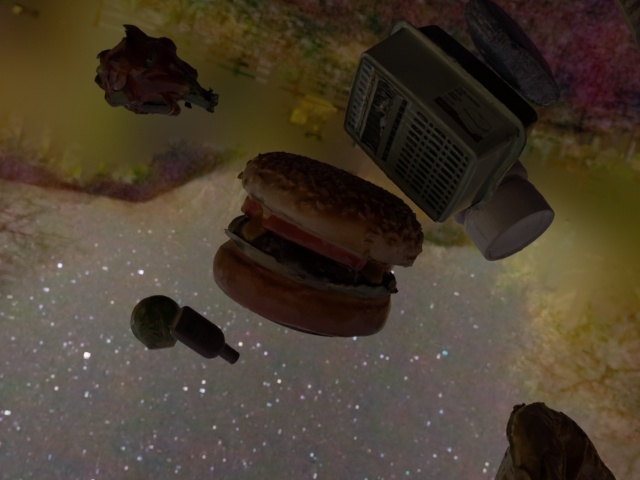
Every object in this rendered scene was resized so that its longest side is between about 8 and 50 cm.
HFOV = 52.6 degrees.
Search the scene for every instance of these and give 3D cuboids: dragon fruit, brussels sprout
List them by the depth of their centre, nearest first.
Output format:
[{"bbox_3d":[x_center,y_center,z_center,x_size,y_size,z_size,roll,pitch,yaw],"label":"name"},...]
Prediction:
[{"bbox_3d":[-0.266,-0.263,1.056,0.235,0.135,0.137,28,-165,31],"label":"dragon fruit"},{"bbox_3d":[-0.449,0.225,1.775,0.155,0.155,0.117,18,175,5],"label":"brussels sprout"}]

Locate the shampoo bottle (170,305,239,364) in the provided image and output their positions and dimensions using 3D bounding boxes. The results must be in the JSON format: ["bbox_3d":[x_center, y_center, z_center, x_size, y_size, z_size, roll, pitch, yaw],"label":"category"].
[{"bbox_3d":[-0.245,0.212,1.394,0.165,0.040,0.080,41,-140,-25],"label":"shampoo bottle"}]

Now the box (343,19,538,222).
[{"bbox_3d":[0.181,-0.190,1.029,0.166,0.221,0.290,-32,-111,-26],"label":"box"}]

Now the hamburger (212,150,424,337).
[{"bbox_3d":[0.000,0.000,1.087,0.329,0.250,0.330,17,-168,-4],"label":"hamburger"}]

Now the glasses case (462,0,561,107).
[{"bbox_3d":[0.291,-0.277,0.973,0.282,0.067,0.109,16,-138,-55],"label":"glasses case"}]

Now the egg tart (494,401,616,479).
[{"bbox_3d":[0.288,0.349,0.732,0.341,0.132,0.341,48,-158,-26],"label":"egg tart"}]

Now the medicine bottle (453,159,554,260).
[{"bbox_3d":[0.386,-0.151,1.593,0.211,0.211,0.372,7,-134,-50],"label":"medicine bottle"}]

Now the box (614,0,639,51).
[{"bbox_3d":[0.495,-0.310,0.889,0.264,0.106,0.337,27,-135,-28],"label":"box"}]
